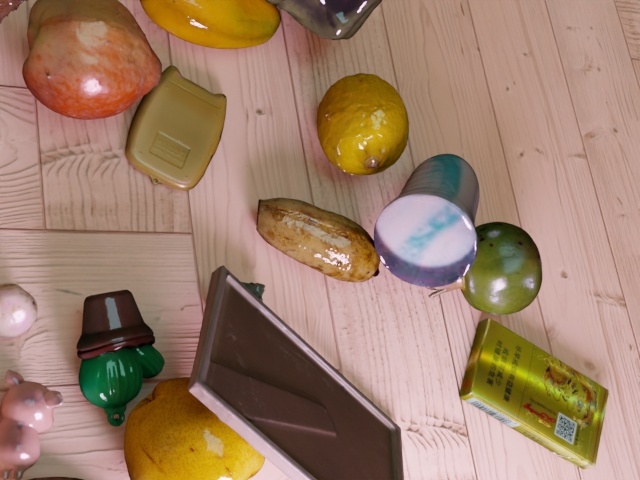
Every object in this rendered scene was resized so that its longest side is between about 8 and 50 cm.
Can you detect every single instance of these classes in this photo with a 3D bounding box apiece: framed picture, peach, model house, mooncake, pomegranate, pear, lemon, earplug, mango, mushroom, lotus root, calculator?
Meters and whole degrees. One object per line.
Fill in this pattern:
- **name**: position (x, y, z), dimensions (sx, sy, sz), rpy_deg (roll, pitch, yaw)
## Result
- **framed picture**: position (-0.021, 0.264, 1.488), dimensions (0.446, 0.028, 0.326), rpy_deg (45, 20, -18)
- **peach**: position (-0.363, -0.299, 1.570), dimensions (0.232, 0.232, 0.232), rpy_deg (12, 64, -26)
- **model house**: position (-0.140, 0.099, 1.627), dimensions (0.083, 0.066, 0.078), rpy_deg (16, 72, -4)
- **mooncake**: position (-0.040, -0.540, 1.821), dimensions (0.351, 0.187, 0.351), rpy_deg (31, 30, -20)
- **pomegranate**: position (0.309, 0.059, 1.847), dimensions (0.225, 0.187, 0.187), rpy_deg (-10, 73, -4)
- **pear**: position (-0.188, 0.298, 1.418), dimensions (0.209, 0.209, 0.209), rpy_deg (12, 64, -26)
- **lemon**: position (0.077, -0.218, 1.816), dimensions (0.180, 0.180, 0.193), rpy_deg (-19, 81, -35)
- **earplug**: position (0.226, -0.067, 1.827), dimensions (0.185, 0.185, 0.324), rpy_deg (44, 31, -7)
- **mango**: position (-0.203, -0.437, 1.782), dimensions (0.317, 0.119, 0.176), rpy_deg (12, 59, -36)
- **mushroom**: position (-0.459, 0.103, 1.426), dimensions (0.083, 0.067, 0.083), rpy_deg (-7, 108, -22)
- **lotus root**: position (0.000, 0.000, 1.725), dimensions (0.258, 0.097, 0.110), rpy_deg (23, 62, -17)
- **calculator**: position (-0.249, -0.195, 1.697), dimensions (0.157, 0.033, 0.236), rpy_deg (28, 60, -19)

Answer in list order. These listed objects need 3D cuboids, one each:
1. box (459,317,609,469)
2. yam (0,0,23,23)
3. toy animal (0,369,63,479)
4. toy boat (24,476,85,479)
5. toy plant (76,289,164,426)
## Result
- **box**: position (0.417, 0.297, 1.874), dimensions (0.311, 0.043, 0.173), rpy_deg (31, 57, -16)
- **yam**: position (-0.548, -0.370, 1.479), dimensions (0.128, 0.238, 0.129), rpy_deg (2, 70, -46)
- **toy animal**: position (-0.419, 0.263, 1.370), dimensions (0.083, 0.089, 0.150), rpy_deg (17, 71, -27)
- **toy boat**: position (-0.331, 0.393, 1.356), dimensions (0.293, 0.108, 0.099), rpy_deg (35, 30, -15)
- **toy plant**: position (-0.304, 0.177, 1.469), dimensions (0.143, 0.105, 0.200), rpy_deg (-9, 92, -46)
